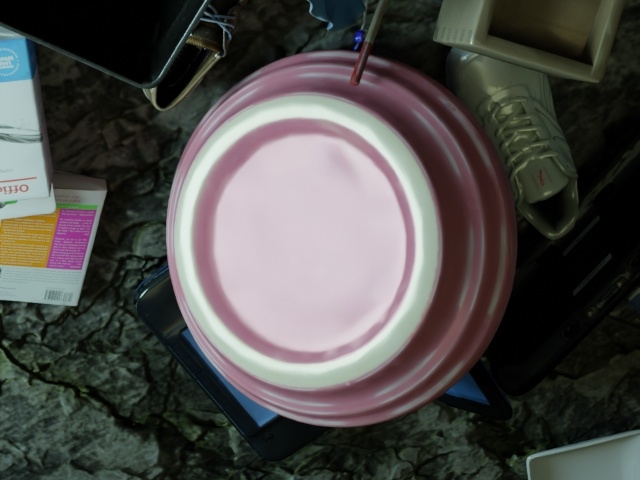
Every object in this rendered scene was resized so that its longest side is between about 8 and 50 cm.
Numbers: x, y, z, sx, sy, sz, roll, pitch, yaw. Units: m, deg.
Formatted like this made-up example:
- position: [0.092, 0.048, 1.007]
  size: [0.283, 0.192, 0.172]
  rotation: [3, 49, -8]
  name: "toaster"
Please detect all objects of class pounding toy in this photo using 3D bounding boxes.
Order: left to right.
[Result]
- position: [0.223, -0.231, 1.178]
  size: [0.206, 0.094, 0.181]
  rotation: [13, 96, -21]
  name: "pounding toy"

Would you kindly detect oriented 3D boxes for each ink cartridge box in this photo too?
- position: [-0.288, -0.090, 1.181]
  size: [0.104, 0.060, 0.180]
  rotation: [-7, 114, -7]
  name: "ink cartridge box"

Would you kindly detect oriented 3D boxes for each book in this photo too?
- position: [-0.264, 0.000, 1.303]
  size: [0.096, 0.035, 0.144]
  rotation: [7, 127, -21]
  name: "book"

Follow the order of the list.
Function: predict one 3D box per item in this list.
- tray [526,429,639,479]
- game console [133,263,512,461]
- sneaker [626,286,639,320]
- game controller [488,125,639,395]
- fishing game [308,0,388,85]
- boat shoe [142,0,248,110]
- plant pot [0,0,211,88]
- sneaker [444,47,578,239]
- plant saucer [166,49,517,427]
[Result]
- position: [0.329, 0.329, 1.686]
  size: [0.145, 0.030, 0.270]
  rotation: [-14, 129, -2]
  name: "tray"
- position: [0.004, 0.115, 1.351]
  size: [0.250, 0.173, 0.293]
  rotation: [-34, 127, 1]
  name: "game console"
- position: [0.403, 0.116, 1.359]
  size: [0.127, 0.182, 0.315]
  rotation: [-32, 164, 16]
  name: "sneaker"
- position: [0.267, 0.011, 1.333]
  size: [0.067, 0.166, 0.319]
  rotation: [26, 119, -24]
  name: "game controller"
- position: [0.025, -0.256, 1.067]
  size: [0.041, 0.189, 0.264]
  rotation: [5, 147, 22]
  name: "fishing game"
- position: [-0.096, -0.186, 1.166]
  size: [0.066, 0.066, 0.183]
  rotation: [16, 123, -23]
  name: "boat shoe"
- position: [-0.167, -0.260, 1.030]
  size: [0.188, 0.167, 0.187]
  rotation: [23, 121, -25]
  name: "plant pot"
- position: [0.191, -0.094, 1.266]
  size: [0.090, 0.115, 0.232]
  rotation: [-28, 128, 11]
  name: "sneaker"
- position: [0.000, 0.000, 1.185]
  size: [0.332, 0.332, 0.084]
  rotation: [-43, 165, 21]
  name: "plant saucer"
